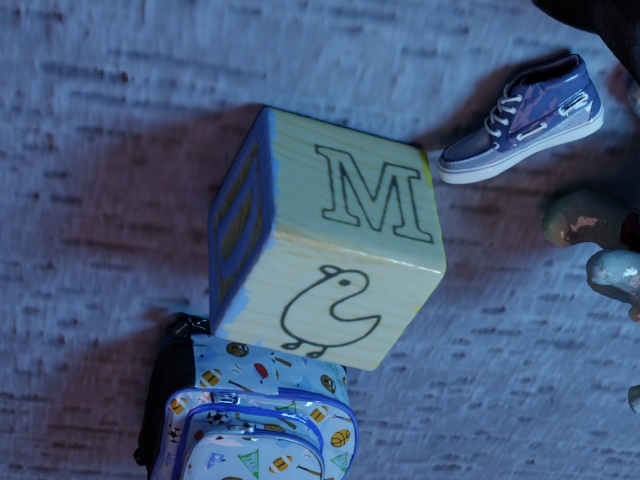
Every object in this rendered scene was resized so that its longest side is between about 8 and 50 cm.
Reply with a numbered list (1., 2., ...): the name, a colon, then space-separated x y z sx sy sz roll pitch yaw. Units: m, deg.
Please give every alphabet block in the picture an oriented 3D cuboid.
1. alphabet block: 0.000 0.000 1.489 0.197 0.193 0.192 13 136 -19

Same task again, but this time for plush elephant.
1. plush elephant: 0.380 0.035 1.441 0.330 0.255 0.272 38 132 1

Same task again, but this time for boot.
1. boot: 0.202 -0.132 1.465 0.190 0.069 0.086 -23 128 8

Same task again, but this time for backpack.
1. backpack: -0.084 0.245 1.751 0.264 0.213 0.276 -1 136 -20

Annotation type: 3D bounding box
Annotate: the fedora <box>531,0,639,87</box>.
1. fedora: 0.352 -0.219 1.252 0.334 0.152 0.334 -7 157 -3
